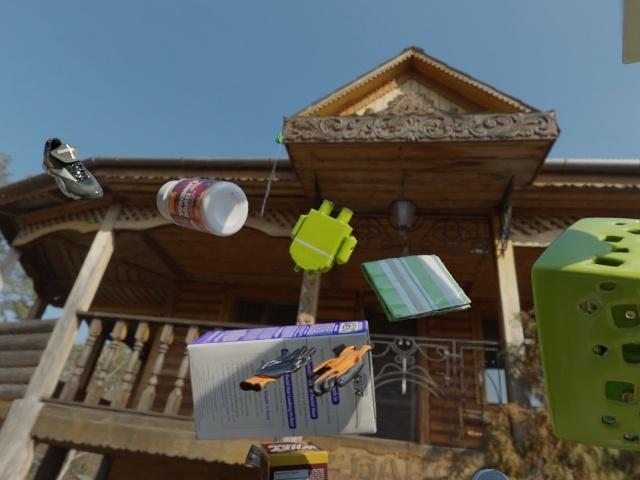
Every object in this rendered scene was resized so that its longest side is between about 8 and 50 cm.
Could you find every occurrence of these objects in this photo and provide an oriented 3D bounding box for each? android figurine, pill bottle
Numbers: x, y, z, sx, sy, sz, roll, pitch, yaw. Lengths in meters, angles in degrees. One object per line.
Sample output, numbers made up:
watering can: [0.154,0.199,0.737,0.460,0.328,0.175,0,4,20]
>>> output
android figurine: [0.000,0.000,1.480,0.248,0.273,0.056,24,-5,32]
pill bottle: [-0.281,-0.083,1.002,0.221,0.121,0.121,11,-23,40]

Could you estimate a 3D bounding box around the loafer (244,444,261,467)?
loafer: [-0.157,0.710,1.350,0.170,0.061,0.062,23,-24,16]

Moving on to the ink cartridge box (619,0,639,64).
ink cartridge box: [0.408,-0.362,0.415,0.197,0.198,0.270,0,-44,34]

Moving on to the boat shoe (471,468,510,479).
boat shoe: [0.265,0.466,0.595,0.095,0.258,0.084,2,-46,1]

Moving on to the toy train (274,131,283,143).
toy train: [-0.149,-0.372,1.564,0.017,0.083,0.024,-30,-68,19]

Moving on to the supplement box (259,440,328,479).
supplement box: [-0.066,0.575,0.978,0.128,0.194,0.191,3,-18,-13]

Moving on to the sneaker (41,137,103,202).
sneaker: [-0.639,-0.186,1.098,0.234,0.078,0.106,36,-52,23]

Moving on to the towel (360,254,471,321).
towel: [0.147,0.072,0.673,0.151,0.113,0.023,-4,-44,-27]

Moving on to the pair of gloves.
pair of gloves: [-0.008,0.094,0.315,0.083,0.010,0.074,-9,4,30]

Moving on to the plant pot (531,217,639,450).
plant pot: [0.399,0.101,0.499,0.207,0.227,0.229,-2,-74,44]

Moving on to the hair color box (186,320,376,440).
hair color box: [-0.069,0.265,0.827,0.338,0.185,0.110,-5,2,8]
